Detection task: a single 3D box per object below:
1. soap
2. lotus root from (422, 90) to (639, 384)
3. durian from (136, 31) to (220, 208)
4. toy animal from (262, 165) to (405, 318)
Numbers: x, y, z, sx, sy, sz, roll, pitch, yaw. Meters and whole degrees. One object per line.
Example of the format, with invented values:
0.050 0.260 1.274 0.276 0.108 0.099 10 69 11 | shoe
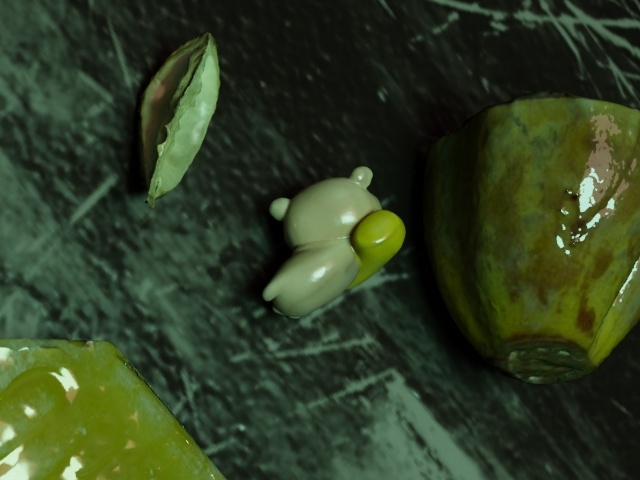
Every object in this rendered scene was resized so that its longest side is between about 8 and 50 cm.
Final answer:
-0.163 0.155 1.193 0.257 0.080 0.160 51 58 -14 | soap
0.177 0.006 1.370 0.188 0.199 0.180 16 67 -22 | lotus root
-0.094 -0.079 1.296 0.052 0.066 0.130 25 77 -26 | durian
0.000 0.000 1.340 0.114 0.091 0.082 -36 83 -3 | toy animal
